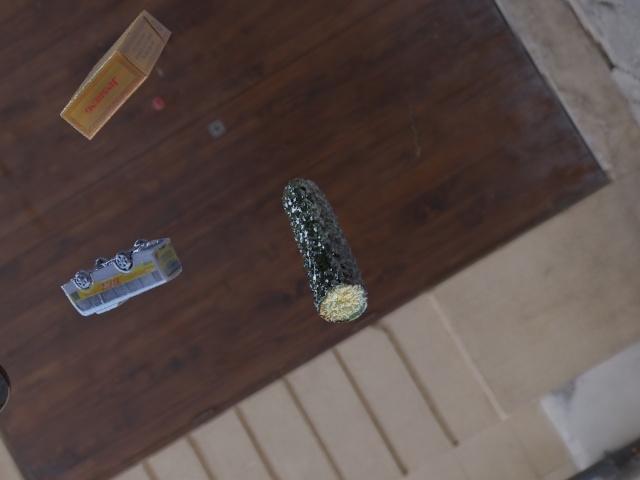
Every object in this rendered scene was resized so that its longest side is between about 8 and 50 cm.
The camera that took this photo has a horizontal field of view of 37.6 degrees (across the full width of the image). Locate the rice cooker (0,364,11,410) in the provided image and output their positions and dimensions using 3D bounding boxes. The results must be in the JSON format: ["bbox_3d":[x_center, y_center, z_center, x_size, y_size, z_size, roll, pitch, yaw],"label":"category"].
[{"bbox_3d":[-0.721,0.282,1.896,0.203,0.142,0.118,39,170,-18],"label":"rice cooker"}]

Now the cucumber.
[{"bbox_3d":[0.000,0.000,1.686,0.096,0.096,0.359,56,-171,-38],"label":"cucumber"}]

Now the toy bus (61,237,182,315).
[{"bbox_3d":[-0.298,0.053,1.412,0.075,0.190,0.064,61,-151,-9],"label":"toy bus"}]

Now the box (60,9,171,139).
[{"bbox_3d":[-0.384,-0.322,1.792,0.076,0.174,0.274,42,-159,-19],"label":"box"}]
